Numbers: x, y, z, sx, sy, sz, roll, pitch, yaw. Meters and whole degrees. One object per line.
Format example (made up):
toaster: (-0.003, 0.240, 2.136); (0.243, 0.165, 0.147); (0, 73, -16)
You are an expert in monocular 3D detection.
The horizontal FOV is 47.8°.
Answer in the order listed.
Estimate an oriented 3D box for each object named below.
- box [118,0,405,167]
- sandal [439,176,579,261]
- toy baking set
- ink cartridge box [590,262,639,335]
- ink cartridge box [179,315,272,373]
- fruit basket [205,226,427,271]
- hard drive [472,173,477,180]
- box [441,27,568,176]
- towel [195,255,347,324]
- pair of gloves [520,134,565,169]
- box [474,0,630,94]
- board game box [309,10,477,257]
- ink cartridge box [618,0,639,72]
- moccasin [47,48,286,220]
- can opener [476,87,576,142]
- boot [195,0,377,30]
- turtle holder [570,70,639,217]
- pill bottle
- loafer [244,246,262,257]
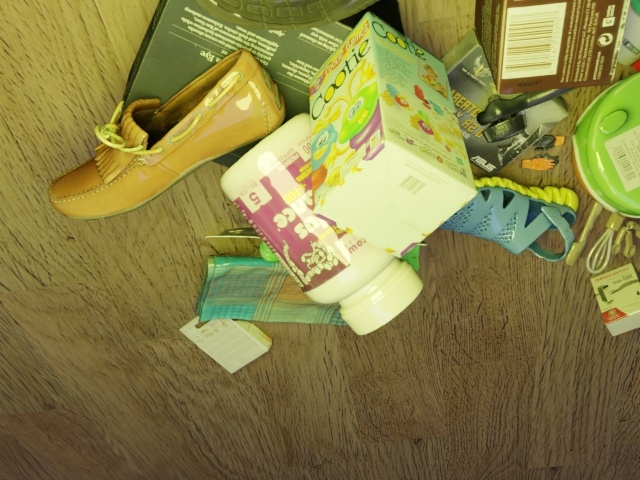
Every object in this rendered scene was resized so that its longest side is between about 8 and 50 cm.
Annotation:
box: (-0.095, -0.278, 1.119); (0.343, 0.179, 0.312); (21, 131, -21)
sandal: (0.364, -0.035, 1.369); (0.317, 0.138, 0.126); (2, 152, -16)
toy baking set: (0.577, -0.037, 1.386); (0.256, 0.030, 0.196); (-15, 118, -28)
ink cartridge box: (0.663, 0.128, 1.585); (0.099, 0.135, 0.056); (-27, 127, 24)
ink cartridge box: (-0.231, 0.232, 1.761); (0.145, 0.045, 0.179); (-35, 108, 31)
fruit basket: (0.000, 0.000, 1.286); (0.353, 0.327, 0.165); (-4, 94, 2)
hard drive: (0.126, -0.067, 1.441); (0.210, 0.040, 0.319); (28, 129, -26)
box: (0.284, -0.232, 1.261); (0.231, 0.056, 0.183); (28, 130, -27)
towel: (-0.076, 0.116, 1.570); (0.370, 0.040, 0.271); (4, 149, -13)
pair of gloves: (0.420, -0.166, 1.365); (0.074, 0.010, 0.083); (-1, 135, 1)
box: (0.324, -0.341, 1.042); (0.167, 0.203, 0.168); (-5, 136, 4)
board game box: (0.082, -0.141, 0.938); (0.144, 0.275, 0.142); (26, 130, -26)
ink cartridge box: (0.557, -0.344, 1.154); (0.225, 0.056, 0.181); (30, 129, -26)
moccasin: (-0.238, -0.147, 1.026); (0.380, 0.139, 0.147); (-22, 131, 20)
can opener: (0.346, -0.230, 1.189); (0.186, 0.059, 0.073); (-27, 104, 11)
boot: (0.024, -0.412, 0.906); (0.377, 0.284, 0.138); (-12, 136, 10)
turtle holder: (0.565, -0.184, 1.207); (0.243, 0.227, 0.320); (35, 89, -1)
pill bottle: (0.009, -0.018, 1.035); (0.169, 0.169, 0.301); (-36, 96, 31)
loafer: (-0.164, 0.064, 1.561); (0.050, 0.056, 0.148); (16, 134, -25)
